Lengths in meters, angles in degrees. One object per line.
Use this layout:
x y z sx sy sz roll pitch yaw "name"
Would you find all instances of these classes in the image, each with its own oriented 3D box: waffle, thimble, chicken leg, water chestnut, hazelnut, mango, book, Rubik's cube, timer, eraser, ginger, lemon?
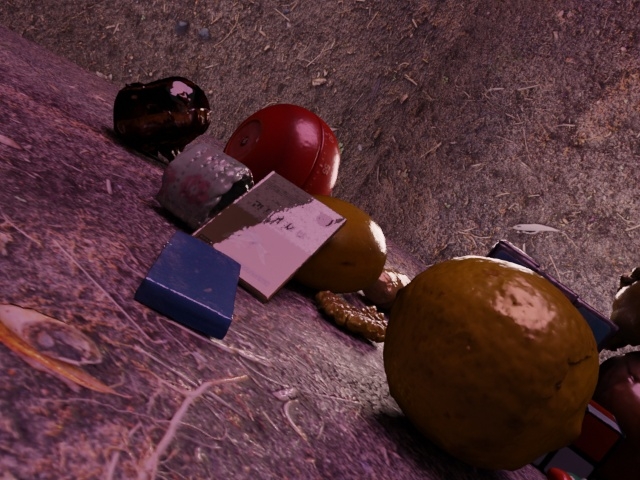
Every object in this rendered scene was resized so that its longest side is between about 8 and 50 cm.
0.078 0.176 1.335 0.194 0.051 0.149 24 11 -20 "waffle"
-0.264 -0.111 1.320 0.149 0.185 0.211 33 43 11 "thimble"
0.810 0.212 1.501 0.201 0.152 0.429 35 -11 19 "chicken leg"
-0.476 -0.352 1.755 0.300 0.300 0.300 32 9 -5 "water chestnut"
0.786 0.453 1.409 0.316 0.371 0.372 -12 -24 39 "hazelnut"
0.000 0.000 1.465 0.445 0.220 0.301 15 31 -53 "mango"
-0.108 -0.021 1.242 0.217 0.021 0.310 35 47 11 "book"
0.522 0.408 1.252 0.180 0.167 0.183 37 11 20 "Rubik's cube"
-0.128 -0.220 1.707 0.279 0.377 0.378 31 8 -37 "timer"
-0.207 0.061 0.965 0.144 0.042 0.312 29 9 -11 "eraser"
0.515 0.238 1.543 0.359 0.363 0.362 39 6 15 "Rubik's cube"
0.240 0.166 1.757 0.354 0.126 0.190 30 -2 -36 "ginger"
0.270 0.195 0.985 0.387 0.349 0.350 44 13 33 "lemon"

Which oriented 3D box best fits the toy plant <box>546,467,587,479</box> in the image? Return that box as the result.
0.533 0.472 0.917 0.401 0.185 0.279 8 30 -29 "toy plant"
